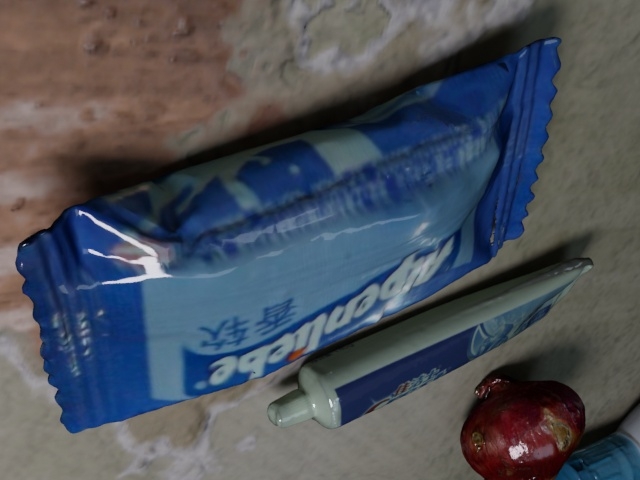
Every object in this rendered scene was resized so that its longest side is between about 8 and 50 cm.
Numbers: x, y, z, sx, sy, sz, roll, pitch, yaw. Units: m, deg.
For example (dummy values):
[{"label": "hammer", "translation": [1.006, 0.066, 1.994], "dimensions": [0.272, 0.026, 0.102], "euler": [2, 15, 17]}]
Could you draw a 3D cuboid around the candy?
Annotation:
[{"label": "candy", "translation": [0.000, 0.000, 0.561], "dimensions": [0.331, 0.077, 0.187], "euler": [-21, 144, -19]}]

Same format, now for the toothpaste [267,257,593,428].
[{"label": "toothpaste", "translation": [0.082, 0.075, 0.712], "dimensions": [0.268, 0.047, 0.069], "euler": [-21, 124, -24]}]

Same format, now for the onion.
[{"label": "onion", "translation": [0.163, 0.153, 0.808], "dimensions": [0.107, 0.097, 0.107], "euler": [-34, 177, -2]}]

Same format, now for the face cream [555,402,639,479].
[{"label": "face cream", "translation": [0.377, 0.198, 1.010], "dimensions": [0.337, 0.080, 0.163], "euler": [-15, 134, -26]}]
